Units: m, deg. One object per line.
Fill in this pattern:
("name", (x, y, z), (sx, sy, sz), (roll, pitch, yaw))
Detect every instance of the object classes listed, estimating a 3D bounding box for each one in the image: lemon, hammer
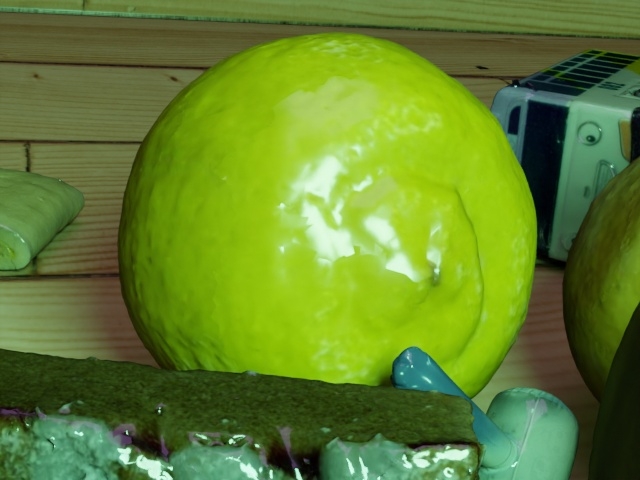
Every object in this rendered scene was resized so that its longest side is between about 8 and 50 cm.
("lemon", (0.000, 0.000, 0.827), (0.347, 0.348, 0.348), (5, 22, -2))
("hammer", (0.104, 0.126, 0.703), (0.069, 0.194, 0.116), (-2, 54, 44))

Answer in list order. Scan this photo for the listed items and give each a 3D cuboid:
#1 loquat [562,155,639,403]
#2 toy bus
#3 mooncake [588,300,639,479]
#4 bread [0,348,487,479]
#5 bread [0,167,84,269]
("loquat", (0.362, 0.022, 0.836), (0.328, 0.360, 0.328), (10, -11, 2))
("toy bus", (0.367, -0.122, 1.372), (0.249, 0.209, 0.440), (14, 23, 24))
("mooncake", (0.248, 0.154, 0.560), (0.155, 0.285, 0.284), (4, 22, -1))
("bread", (-0.122, 0.156, 0.619), (0.416, 0.165, 0.113), (5, 16, 1))
("bread", (-0.353, -0.029, 1.161), (0.139, 0.060, 0.178), (8, 21, 4))
